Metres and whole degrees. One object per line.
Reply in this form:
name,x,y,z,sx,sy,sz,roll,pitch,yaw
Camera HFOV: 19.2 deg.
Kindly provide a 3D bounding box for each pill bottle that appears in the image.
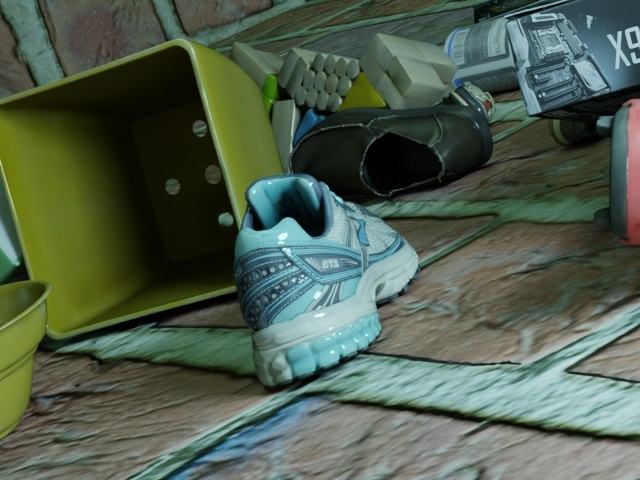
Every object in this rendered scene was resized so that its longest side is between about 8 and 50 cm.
pill bottle,0.204,-0.200,1.999,0.137,0.078,0.078,-8,18,45

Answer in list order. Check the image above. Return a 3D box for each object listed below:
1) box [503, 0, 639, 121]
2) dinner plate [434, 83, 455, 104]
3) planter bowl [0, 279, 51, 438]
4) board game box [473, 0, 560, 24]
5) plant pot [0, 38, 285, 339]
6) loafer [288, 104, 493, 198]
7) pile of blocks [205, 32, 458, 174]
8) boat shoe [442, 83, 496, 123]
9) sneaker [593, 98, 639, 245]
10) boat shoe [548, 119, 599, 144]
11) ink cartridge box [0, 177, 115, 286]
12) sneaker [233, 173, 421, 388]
box,0.307,-0.149,1.391,0.242,0.076,0.307,-15,-6,28
dinner plate,0.096,-0.159,2.157,0.141,0.017,0.141,-21,13,5
planter bowl,-0.287,0.114,1.427,0.217,0.090,0.217,-21,12,5
board game box,0.264,-0.308,2.494,0.126,0.026,0.186,-19,12,9
plant pot,-0.134,-0.049,1.664,0.212,0.212,0.187,-16,0,25
loafer,0.049,-0.079,1.725,0.220,0.080,0.078,-11,15,40
pile of blocks,0.024,-0.130,1.960,0.112,0.149,0.362,7,-1,-35
boat shoe,0.152,-0.132,1.871,0.043,0.049,0.137,-19,7,-1
sneaker,0.258,-0.048,1.214,0.135,0.098,0.276,2,6,15
boat shoe,0.266,-0.130,1.659,0.152,0.056,0.049,-41,30,-24
ink cartridge box,-0.315,0.015,1.753,0.212,0.093,0.154,-41,-3,37
sneaker,0.000,0.000,1.363,0.110,0.122,0.283,-18,12,10
